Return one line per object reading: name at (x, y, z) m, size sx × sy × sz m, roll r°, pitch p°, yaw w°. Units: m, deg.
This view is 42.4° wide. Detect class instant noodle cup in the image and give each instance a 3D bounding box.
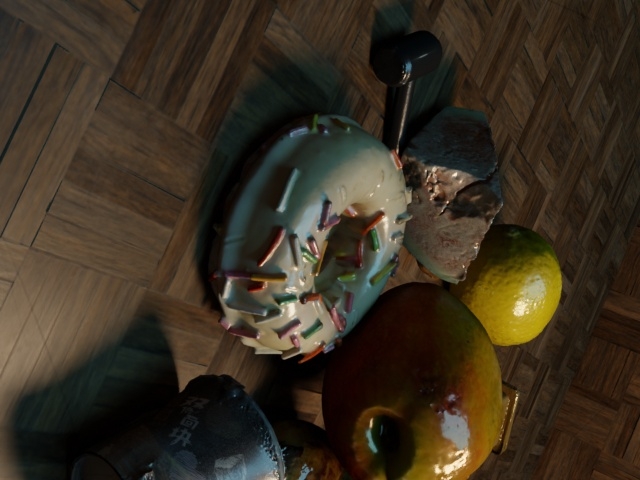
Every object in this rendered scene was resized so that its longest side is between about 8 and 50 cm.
instant noodle cup at (-0.189, 0.305, 1.058) m, size 0.207 × 0.217 × 0.217 m, roll -21°, pitch 126°, yaw -44°

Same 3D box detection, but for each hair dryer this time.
hair dryer at (0.124, -0.219, 1.369) m, size 0.114 × 0.070 × 0.248 m, roll -33°, pitch 143°, yaw -46°

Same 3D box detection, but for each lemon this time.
lemon at (0.407, 0.103, 1.826) m, size 0.245 × 0.245 × 0.320 m, roll -40°, pitch 142°, yaw -39°

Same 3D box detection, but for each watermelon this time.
watermelon at (0.240, -0.089, 1.472) m, size 0.310 × 0.193 × 0.232 m, roll -64°, pitch 165°, yaw 6°

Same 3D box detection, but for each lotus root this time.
lotus root at (-0.041, 0.390, 1.394) m, size 0.169 × 0.141 × 0.314 m, roll -61°, pitch 150°, yaw -4°

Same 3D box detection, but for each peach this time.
peach at (0.154, 0.246, 1.379) m, size 0.372 × 0.289 × 0.373 m, roll -14°, pitch 90°, yaw -70°

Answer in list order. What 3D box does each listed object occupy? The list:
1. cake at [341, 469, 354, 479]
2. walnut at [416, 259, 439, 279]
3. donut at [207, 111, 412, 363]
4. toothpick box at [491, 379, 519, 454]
cake at (0.022, 0.565, 1.583) m, size 0.283 × 0.172 × 0.158 m, roll -54°, pitch 145°, yaw -19°
walnut at (0.245, -0.025, 1.630) m, size 0.116 × 0.115 × 0.207 m, roll 4°, pitch 97°, yaw -58°
donut at (0.000, 0.000, 1.218) m, size 0.382 × 0.142 × 0.383 m, roll -34°, pitch 135°, yaw -43°
toothpick box at (0.305, 0.438, 1.946) m, size 0.308 × 0.187 × 0.190 m, roll -16°, pitch 123°, yaw -49°
